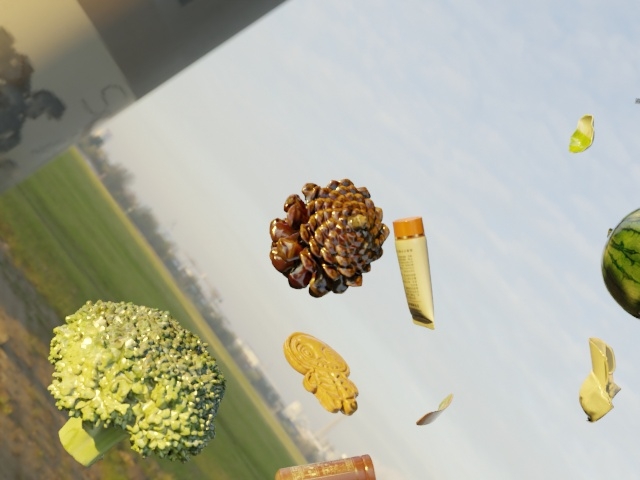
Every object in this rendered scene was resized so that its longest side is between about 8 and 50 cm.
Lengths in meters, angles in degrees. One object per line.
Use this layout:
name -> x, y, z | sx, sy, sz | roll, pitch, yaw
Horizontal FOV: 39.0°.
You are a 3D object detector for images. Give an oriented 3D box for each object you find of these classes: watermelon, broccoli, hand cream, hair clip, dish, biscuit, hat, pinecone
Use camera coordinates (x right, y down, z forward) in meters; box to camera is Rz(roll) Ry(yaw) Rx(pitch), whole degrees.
watermelon -> 0.838, 0.043, 2.393 | 0.189, 0.331, 0.331 | 18, -28, 30
broccoli -> -0.286, 0.207, 1.354 | 0.288, 0.259, 0.235 | -137, -154, -64
hand cream -> 0.265, 0.093, 2.518 | 0.139, 0.089, 0.314 | -164, -114, -69
hair clip -> 0.247, 0.363, 1.923 | 0.022, 0.054, 0.137 | 46, 27, 15
dish -> 0.816, -0.322, 2.777 | 0.039, 0.137, 0.091 | 29, -22, -27
biscuit -> 0.007, 0.340, 2.353 | 0.202, 0.044, 0.289 | 21, 23, -33
hat -> 0.829, 0.420, 2.750 | 0.226, 0.164, 0.219 | 62, 22, 9
pinecone -> 0.007, 0.004, 1.912 | 0.264, 0.264, 0.264 | 52, -9, 12

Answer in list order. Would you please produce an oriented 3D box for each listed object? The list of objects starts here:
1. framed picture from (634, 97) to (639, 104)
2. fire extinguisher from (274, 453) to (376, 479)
framed picture -> 0.938, -0.282, 2.194 | 0.324, 0.020, 0.240 | 20, 12, 3
fire extinguisher -> -0.016, 0.539, 1.990 | 0.105, 0.268, 0.105 | 171, -90, -82
